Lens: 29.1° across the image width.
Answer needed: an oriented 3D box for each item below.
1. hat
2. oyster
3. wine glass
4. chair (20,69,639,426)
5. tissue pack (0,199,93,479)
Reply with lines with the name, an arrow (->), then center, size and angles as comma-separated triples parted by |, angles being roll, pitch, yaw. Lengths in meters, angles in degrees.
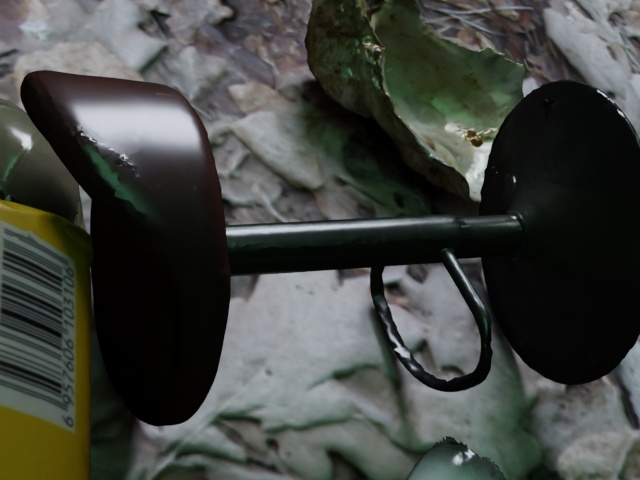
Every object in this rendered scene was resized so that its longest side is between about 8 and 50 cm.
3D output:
hat -> -0.221, -0.019, 0.812 | 0.147, 0.085, 0.175 | 28, 29, -5
oyster -> 0.076, -0.132, 1.054 | 0.233, 0.107, 0.161 | 45, 42, -11
wine glass -> 0.054, 0.199, 0.794 | 0.072, 0.072, 0.155 | 43, 51, 11
chair -> 0.000, 0.000, 0.823 | 0.401, 0.226, 0.227 | -1, 55, -25
tissue pack -> -0.265, 0.151, 0.557 | 0.293, 0.228, 0.382 | 24, 44, -37
